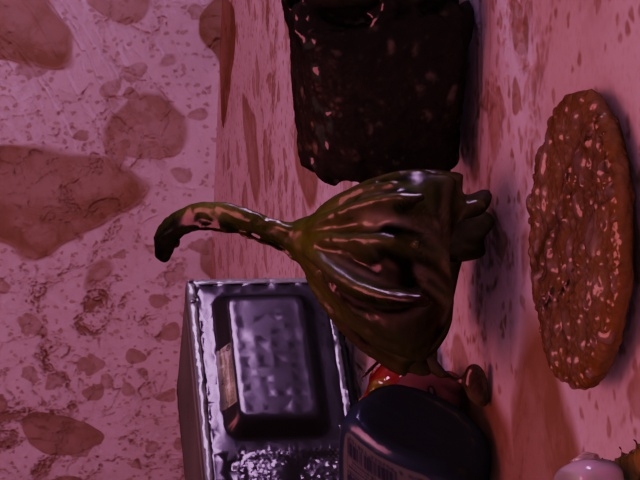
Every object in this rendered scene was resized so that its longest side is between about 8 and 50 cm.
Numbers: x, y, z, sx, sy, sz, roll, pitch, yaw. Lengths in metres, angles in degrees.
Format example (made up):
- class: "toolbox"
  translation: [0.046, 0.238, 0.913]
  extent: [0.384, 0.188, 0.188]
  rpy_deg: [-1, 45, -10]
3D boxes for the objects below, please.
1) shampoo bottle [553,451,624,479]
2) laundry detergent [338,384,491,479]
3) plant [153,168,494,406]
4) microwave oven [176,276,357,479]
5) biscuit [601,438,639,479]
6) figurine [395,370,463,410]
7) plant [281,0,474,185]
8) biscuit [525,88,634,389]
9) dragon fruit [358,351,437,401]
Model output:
- class: "shampoo bottle"
  translation: [0.184, 0.192, 1.161]
  extent: [0.072, 0.043, 0.099]
  rpy_deg: [122, 144, -70]
- class: "laundry detergent"
  translation: [0.083, 0.278, 1.649]
  extent: [0.094, 0.143, 0.290]
  rpy_deg: [-41, -35, -41]
- class: "plant"
  translation: [-0.013, 0.028, 1.525]
  extent: [0.251, 0.333, 0.180]
  rpy_deg: [81, -165, -58]
- class: "microwave oven"
  translation: [-0.060, 0.258, 2.201]
  extent: [0.286, 0.218, 0.355]
  rpy_deg: [102, 164, -49]
- class: "biscuit"
  translation: [0.208, 0.221, 1.203]
  extent: [0.231, 0.016, 0.139]
  rpy_deg: [115, 152, -69]
- class: "figurine"
  translation: [0.100, 0.157, 1.662]
  extent: [0.067, 0.083, 0.071]
  rpy_deg: [-30, -73, -69]
- class: "plant"
  translation: [0.041, -0.216, 1.588]
  extent: [0.181, 0.194, 0.321]
  rpy_deg: [-131, 38, -70]
- class: "biscuit"
  translation: [0.186, -0.002, 1.247]
  extent: [0.220, 0.033, 0.220]
  rpy_deg: [180, 90, -80]
- class: "dragon fruit"
  translation: [0.086, 0.151, 1.740]
  extent: [0.081, 0.086, 0.116]
  rpy_deg: [-21, 30, 56]
